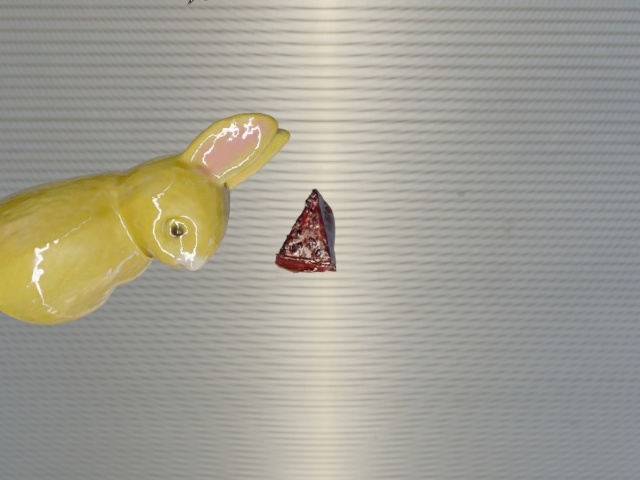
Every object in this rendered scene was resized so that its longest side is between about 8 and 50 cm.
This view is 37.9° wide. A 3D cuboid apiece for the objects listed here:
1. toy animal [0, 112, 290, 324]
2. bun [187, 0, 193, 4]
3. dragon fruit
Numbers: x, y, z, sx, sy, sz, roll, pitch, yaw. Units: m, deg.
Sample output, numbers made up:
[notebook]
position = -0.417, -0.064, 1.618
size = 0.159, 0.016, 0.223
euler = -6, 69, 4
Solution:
[toy animal]
position = -0.086, -0.013, 0.446
size = 0.159, 0.083, 0.070
euler = -22, 91, 11
[bun]
position = -0.118, -0.301, 0.622
size = 0.263, 0.263, 0.175
euler = 15, 127, -11
[dragon fruit]
position = 0.003, 0.001, 1.072
size = 0.063, 0.131, 0.097
euler = 27, 89, 9
